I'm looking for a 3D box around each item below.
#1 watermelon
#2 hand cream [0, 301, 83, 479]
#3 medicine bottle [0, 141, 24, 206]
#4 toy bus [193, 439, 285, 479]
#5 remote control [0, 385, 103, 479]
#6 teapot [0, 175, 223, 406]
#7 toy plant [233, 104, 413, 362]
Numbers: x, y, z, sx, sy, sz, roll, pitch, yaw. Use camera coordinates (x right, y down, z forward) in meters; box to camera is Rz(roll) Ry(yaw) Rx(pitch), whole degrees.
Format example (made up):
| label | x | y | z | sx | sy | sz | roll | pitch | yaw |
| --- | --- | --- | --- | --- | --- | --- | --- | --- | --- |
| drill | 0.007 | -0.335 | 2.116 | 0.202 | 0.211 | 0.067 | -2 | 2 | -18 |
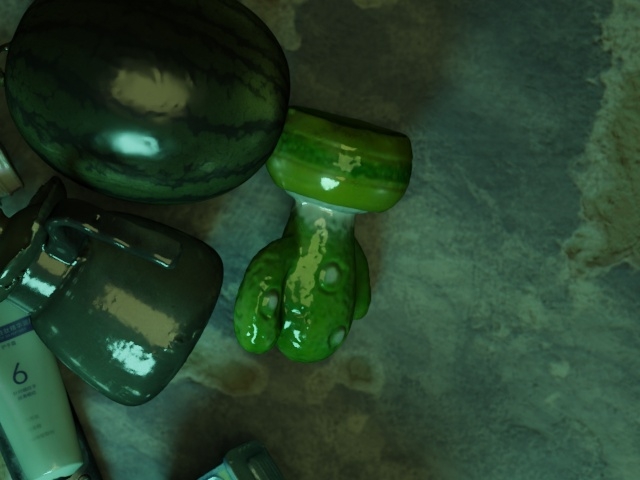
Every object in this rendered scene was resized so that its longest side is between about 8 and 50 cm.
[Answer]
| label | x | y | z | sx | sy | sz | roll | pitch | yaw |
| --- | --- | --- | --- | --- | --- | --- | --- | --- | --- |
| watermelon | -0.216 | -0.184 | 1.720 | 0.359 | 0.279 | 0.279 | 15 | 93 | -2 |
| hand cream | -0.379 | 0.151 | 1.809 | 0.109 | 0.067 | 0.321 | -21 | 79 | -9 |
| medicine bottle | -0.524 | -0.030 | 1.757 | 0.324 | 0.124 | 0.179 | -32 | 105 | -5 |
| toy bus | -0.080 | 0.428 | 1.812 | 0.190 | 0.152 | 0.312 | -34 | 82 | 12 |
| remote control | -0.323 | 0.346 | 1.871 | 0.107 | 0.044 | 0.378 | -21 | 98 | -5 |
| teapot | -0.277 | 0.051 | 1.710 | 0.285 | 0.305 | 0.223 | 32 | 92 | -15 |
| toy plant | 0.000 | 0.000 | 1.837 | 0.224 | 0.184 | 0.316 | 7 | 100 | -50 |
